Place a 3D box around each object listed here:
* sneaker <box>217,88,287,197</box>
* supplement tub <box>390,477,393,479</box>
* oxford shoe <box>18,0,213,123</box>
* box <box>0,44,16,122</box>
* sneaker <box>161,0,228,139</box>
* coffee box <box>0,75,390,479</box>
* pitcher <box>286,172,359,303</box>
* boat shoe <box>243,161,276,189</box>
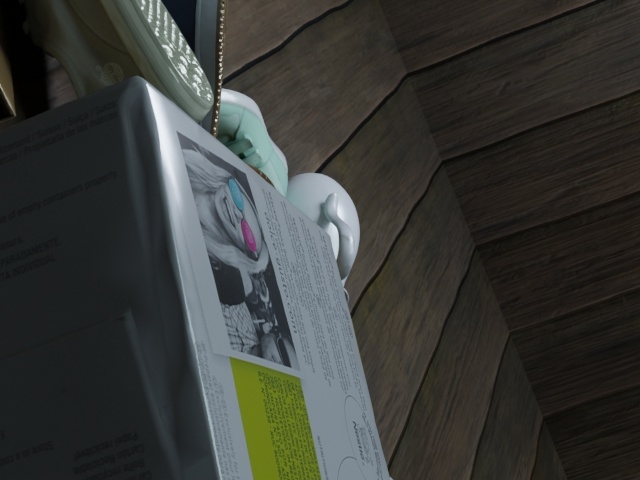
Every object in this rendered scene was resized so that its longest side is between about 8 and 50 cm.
[{"bbox_3d":[-0.098,-0.077,2.103,0.256,0.094,0.151,45,32,-55],"label":"sneaker"},{"bbox_3d":[-0.002,0.386,1.574,0.235,0.235,0.325,54,22,-46],"label":"supplement tub"},{"bbox_3d":[-0.257,-0.270,1.754,0.449,0.130,0.169,61,13,26],"label":"oxford shoe"},{"bbox_3d":[-0.314,-0.199,1.519,0.201,0.021,0.164,-122,-173,-68],"label":"box"},{"bbox_3d":[-0.188,-0.169,1.937,0.099,0.153,0.282,-89,-175,-59],"label":"sneaker"},{"bbox_3d":[-0.160,0.155,1.115,0.334,0.337,0.338,38,35,-64],"label":"coffee box"},{"bbox_3d":[0.000,0.000,2.216,0.125,0.178,0.207,16,46,-20],"label":"pitcher"},{"bbox_3d":[-0.102,0.006,1.939,0.342,0.123,0.123,48,45,-67],"label":"boat shoe"}]
